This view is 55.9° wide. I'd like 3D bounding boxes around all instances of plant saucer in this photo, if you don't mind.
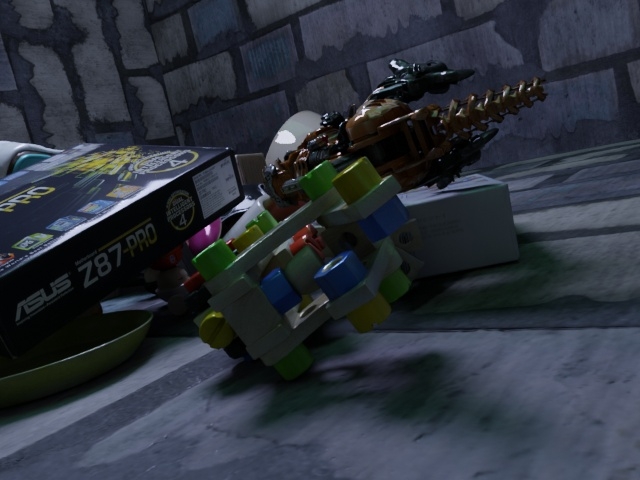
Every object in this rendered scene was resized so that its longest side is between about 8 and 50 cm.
[{"bbox_3d":[-0.296,0.128,0.644,0.241,0.037,0.241,-12,7,1],"label":"plant saucer"}]

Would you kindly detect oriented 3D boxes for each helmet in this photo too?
[{"bbox_3d":[-0.129,-0.027,1.116,0.170,0.169,0.161,-12,24,3],"label":"helmet"}]

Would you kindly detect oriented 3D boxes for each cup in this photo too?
[{"bbox_3d":[0.025,-0.186,1.743,0.237,0.331,0.331,21,23,27],"label":"cup"}]

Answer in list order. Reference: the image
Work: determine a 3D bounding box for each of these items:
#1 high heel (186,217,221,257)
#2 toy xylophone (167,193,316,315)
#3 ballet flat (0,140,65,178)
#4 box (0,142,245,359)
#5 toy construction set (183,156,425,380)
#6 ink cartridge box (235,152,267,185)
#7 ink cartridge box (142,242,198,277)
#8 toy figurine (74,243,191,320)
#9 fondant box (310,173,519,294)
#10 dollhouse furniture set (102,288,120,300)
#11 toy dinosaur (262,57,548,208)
[{"bbox_3d":[-0.235,-0.039,1.002,0.117,0.082,0.244,16,25,-25],"label":"high heel"},{"bbox_3d":[-0.091,0.013,0.882,0.236,0.081,0.322,-46,1,22],"label":"toy xylophone"},{"bbox_3d":[-0.565,-0.146,1.302,0.139,0.139,0.400,-11,-6,14],"label":"ballet flat"},{"bbox_3d":[-0.339,-0.020,0.784,0.318,0.097,0.395,5,30,31],"label":"box"},{"bbox_3d":[-0.005,0.015,0.553,0.215,0.151,0.328,-36,-7,12],"label":"toy construction set"},{"bbox_3d":[-0.189,-0.102,1.560,0.088,0.234,0.193,-11,6,17],"label":"ink cartridge box"},{"bbox_3d":[-0.361,-0.055,1.234,0.308,0.129,0.223,6,48,21],"label":"ink cartridge box"},{"bbox_3d":[-0.323,0.049,0.961,0.210,0.148,0.213,-22,12,-24],"label":"toy figurine"},{"bbox_3d":[0.130,-0.021,0.860,0.238,0.096,0.330,-12,7,10],"label":"fondant box"},{"bbox_3d":[-0.499,0.013,1.124,0.212,0.242,0.161,-8,7,31],"label":"dollhouse furniture set"},{"bbox_3d":[0.082,-0.098,0.654,0.322,0.164,0.218,12,30,36],"label":"toy dinosaur"}]
